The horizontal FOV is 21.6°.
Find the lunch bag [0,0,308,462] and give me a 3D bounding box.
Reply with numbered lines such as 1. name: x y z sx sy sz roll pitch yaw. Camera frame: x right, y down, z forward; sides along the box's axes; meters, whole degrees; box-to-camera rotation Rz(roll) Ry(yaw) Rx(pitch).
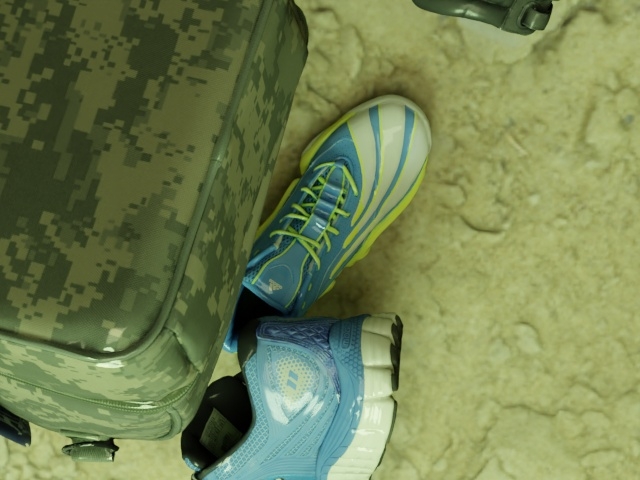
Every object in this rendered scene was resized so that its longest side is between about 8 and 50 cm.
1. lunch bag: -0.131 -0.028 1.061 0.213 0.256 0.305 12 72 13

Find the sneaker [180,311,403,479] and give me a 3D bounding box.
1. sneaker: -0.034 0.164 1.289 0.147 0.129 0.330 11 133 -2

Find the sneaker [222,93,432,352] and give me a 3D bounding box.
1. sneaker: 0.000 0.000 1.266 0.091 0.126 0.240 36 106 -11

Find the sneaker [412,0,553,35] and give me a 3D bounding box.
1. sneaker: 0.190 -0.225 1.202 0.296 0.104 0.146 -1 111 8
